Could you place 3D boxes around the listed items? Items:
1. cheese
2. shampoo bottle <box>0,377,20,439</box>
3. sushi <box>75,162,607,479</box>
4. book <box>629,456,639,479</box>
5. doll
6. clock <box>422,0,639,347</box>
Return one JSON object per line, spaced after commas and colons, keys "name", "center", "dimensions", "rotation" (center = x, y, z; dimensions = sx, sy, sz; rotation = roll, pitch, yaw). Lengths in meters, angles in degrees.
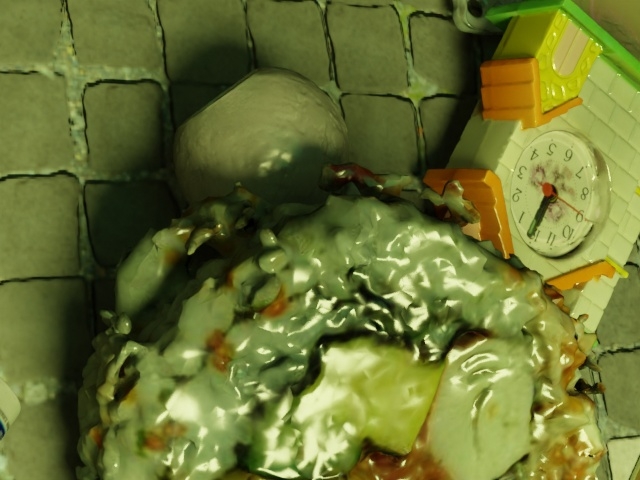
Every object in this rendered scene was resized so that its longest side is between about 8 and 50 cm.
{"name": "cheese", "center": [0.250, -0.210, 1.400], "dimensions": [0.286, 0.082, 0.163], "rotation": [0, 76, -28]}
{"name": "shampoo bottle", "center": [-0.320, 0.206, 0.939], "dimensions": [0.092, 0.092, 0.303], "rotation": [42, 59, -15]}
{"name": "sushi", "center": [0.017, 0.142, 1.038], "dimensions": [0.418, 0.176, 0.417], "rotation": [-2, 102, -12]}
{"name": "book", "center": [0.358, 0.229, 1.383], "dimensions": [0.118, 0.012, 0.172], "rotation": [41, 61, -15]}
{"name": "doll", "center": [0.000, 0.000, 1.159], "dimensions": [0.151, 0.151, 0.287], "rotation": [-41, 102, -32]}
{"name": "clock", "center": [0.207, -0.050, 1.286], "dimensions": [0.220, 0.106, 0.255], "rotation": [34, 74, -29]}
